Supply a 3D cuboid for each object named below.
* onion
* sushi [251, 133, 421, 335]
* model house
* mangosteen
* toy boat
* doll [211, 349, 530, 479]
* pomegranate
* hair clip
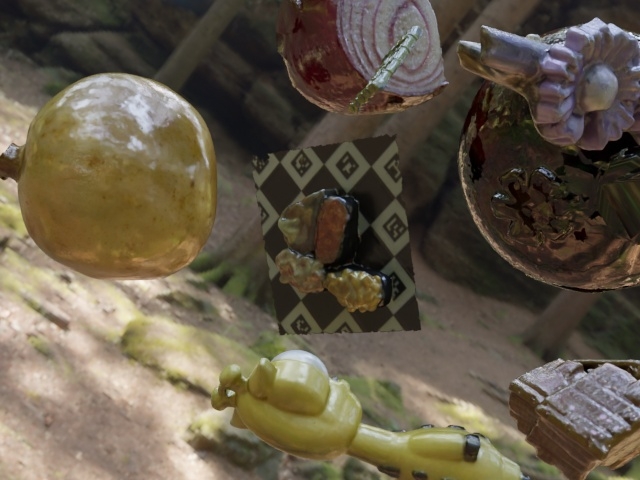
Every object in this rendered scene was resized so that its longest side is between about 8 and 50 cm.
[{"bbox_3d":[0.039,-0.275,1.322,0.206,0.216,0.207,-10,-3,-28],"label":"onion"},{"bbox_3d":[0.000,0.000,0.597,0.120,0.126,0.026,-6,2,38],"label":"sushi"},{"bbox_3d":[0.409,0.261,1.446,0.229,0.219,0.199,11,31,-48],"label":"model house"},{"bbox_3d":[0.300,-0.094,1.012,0.311,0.311,0.311,38,7,-5],"label":"mangosteen"},{"bbox_3d":[0.074,-0.194,1.064,0.016,0.115,0.063,39,-33,-9],"label":"toy boat"},{"bbox_3d":[0.042,0.178,0.847,0.291,0.117,0.086,21,41,-1],"label":"doll"},{"bbox_3d":[-0.273,-0.080,1.296,0.307,0.307,0.307,38,7,-5],"label":"pomegranate"},{"bbox_3d":[0.241,-0.122,0.757,0.292,0.106,0.084,5,14,-23],"label":"hair clip"}]
